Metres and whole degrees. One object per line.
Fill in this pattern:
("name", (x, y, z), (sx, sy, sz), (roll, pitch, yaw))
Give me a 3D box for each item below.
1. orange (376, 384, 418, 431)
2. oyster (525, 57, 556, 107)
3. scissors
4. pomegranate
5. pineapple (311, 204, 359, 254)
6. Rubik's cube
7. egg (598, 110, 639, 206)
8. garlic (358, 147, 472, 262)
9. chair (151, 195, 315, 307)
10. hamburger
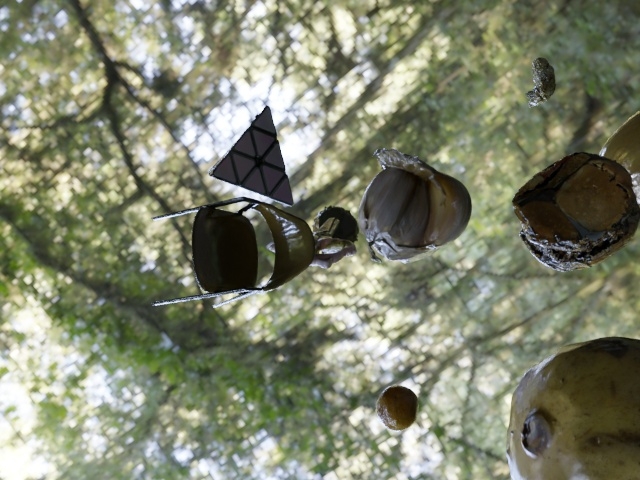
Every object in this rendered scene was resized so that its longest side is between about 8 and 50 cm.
("orange", (0.134, 0.291, 1.821), (0.085, 0.085, 0.085), (44, -158, -24))
("oyster", (0.419, -0.307, 2.050), (0.038, 0.080, 0.083), (-26, -91, -50))
("scissors", (0.000, 0.000, 1.949), (0.317, 0.160, 0.024), (-51, -38, -71))
("pomegranate", (0.370, 0.262, 1.342), (0.281, 0.281, 0.281), (44, -158, -24))
("pineapple", (0.030, -0.013, 2.302), (0.108, 0.108, 0.198), (56, 173, 8))
("Rubik's cube", (-0.133, -0.115, 2.111), (0.178, 0.211, 0.190), (40, -147, -5))
("egg", (0.733, -0.166, 2.203), (0.250, 0.322, 0.250), (59, -167, -22))
("garlic", (0.130, -0.060, 1.758), (0.207, 0.207, 0.256), (57, -149, 8))
("chair", (-0.153, 0.021, 1.793), (0.172, 0.247, 0.159), (8, -106, -40))
("hamburger", (0.455, -0.049, 1.861), (0.231, 0.231, 0.107), (-101, -10, -49))
